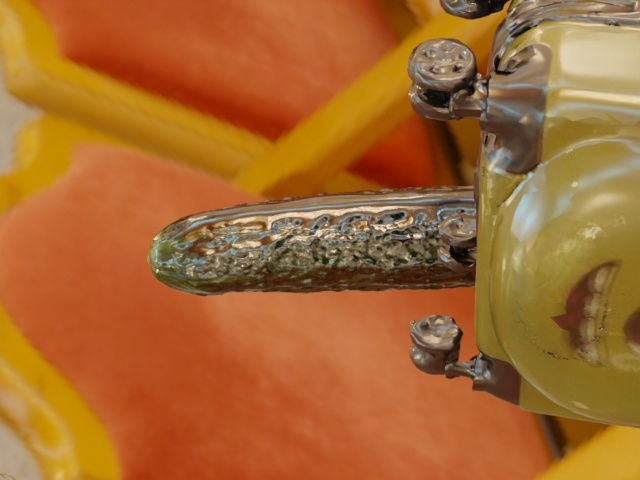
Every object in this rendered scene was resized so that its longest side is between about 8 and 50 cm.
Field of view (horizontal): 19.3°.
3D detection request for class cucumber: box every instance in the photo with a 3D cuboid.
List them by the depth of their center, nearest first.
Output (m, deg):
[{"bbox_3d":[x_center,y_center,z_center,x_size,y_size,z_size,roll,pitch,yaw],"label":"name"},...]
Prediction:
[{"bbox_3d":[0.000,0.001,1.313,0.241,0.074,0.074,-2,48,-4],"label":"cucumber"}]

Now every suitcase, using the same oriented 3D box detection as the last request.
[{"bbox_3d":[0.155,-0.009,0.766,0.235,0.194,0.143,8,43,11],"label":"suitcase"}]

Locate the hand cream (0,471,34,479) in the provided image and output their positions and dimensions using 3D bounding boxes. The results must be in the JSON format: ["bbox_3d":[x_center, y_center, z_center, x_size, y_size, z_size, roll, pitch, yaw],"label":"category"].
[{"bbox_3d":[-0.175,0.091,0.612,0.059,0.276,0.095,-43,38,46],"label":"hand cream"}]
